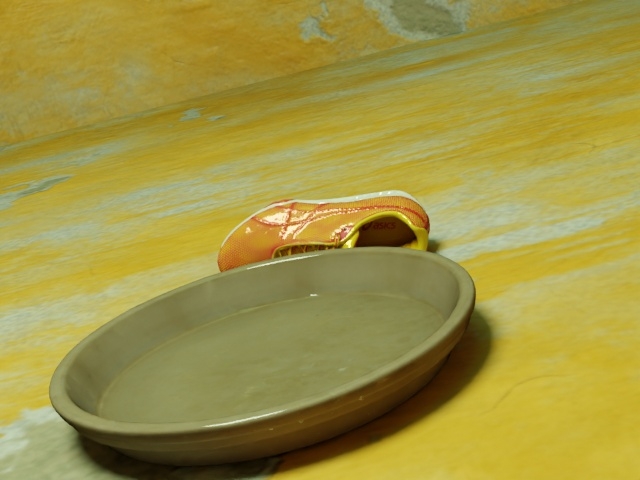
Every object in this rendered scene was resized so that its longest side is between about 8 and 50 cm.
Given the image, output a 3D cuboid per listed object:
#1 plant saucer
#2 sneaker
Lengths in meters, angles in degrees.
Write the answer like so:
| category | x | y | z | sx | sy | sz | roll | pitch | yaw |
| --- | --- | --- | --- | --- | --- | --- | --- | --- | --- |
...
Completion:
| category | x | y | z | sx | sy | sz | roll | pitch | yaw |
| --- | --- | --- | --- | --- | --- | --- | --- | --- | --- |
| plant saucer | -0.034 | 0.070 | 0.724 | 0.278 | 0.041 | 0.278 | -12 | 15 | 4 |
| sneaker | 0.000 | 0.000 | 0.896 | 0.175 | 0.064 | 0.067 | -14 | 26 | 8 |
